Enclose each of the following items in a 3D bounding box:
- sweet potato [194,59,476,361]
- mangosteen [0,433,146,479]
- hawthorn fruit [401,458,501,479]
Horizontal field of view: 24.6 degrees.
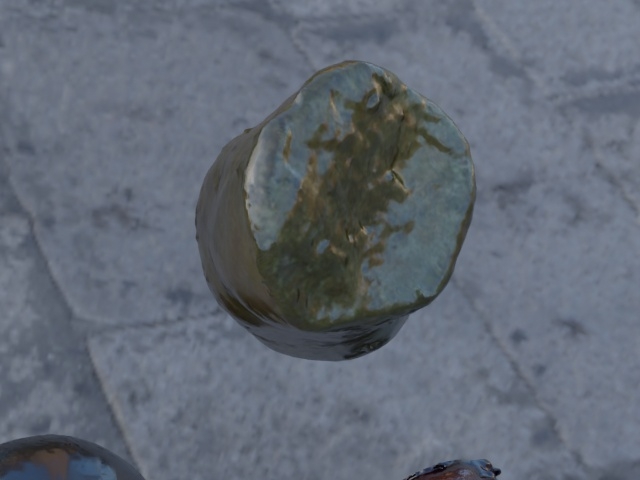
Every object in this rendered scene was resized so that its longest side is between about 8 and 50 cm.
[{"bbox_3d":[0.000,0.000,0.893,0.157,0.370,0.158,1,79,-6],"label":"sweet potato"},{"bbox_3d":[-0.236,0.257,1.194,0.243,0.243,0.243,11,41,-9],"label":"mangosteen"},{"bbox_3d":[0.137,0.341,1.459,0.189,0.189,0.251,7,76,-13],"label":"hawthorn fruit"}]
